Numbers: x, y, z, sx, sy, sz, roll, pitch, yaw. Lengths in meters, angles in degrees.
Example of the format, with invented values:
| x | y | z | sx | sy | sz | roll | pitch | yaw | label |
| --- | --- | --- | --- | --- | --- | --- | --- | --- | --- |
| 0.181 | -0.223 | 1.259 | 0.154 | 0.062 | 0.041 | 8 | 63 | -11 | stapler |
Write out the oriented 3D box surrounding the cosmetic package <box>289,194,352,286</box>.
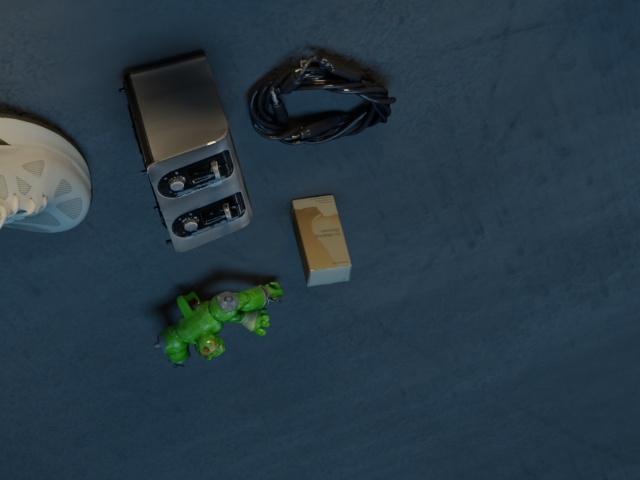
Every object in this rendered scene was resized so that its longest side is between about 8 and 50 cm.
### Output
| x | y | z | sx | sy | sz | roll | pitch | yaw | label |
| --- | --- | --- | --- | --- | --- | --- | --- | --- | --- |
| 0.000 | 0.000 | 2.329 | 0.060 | 0.115 | 0.041 | -9 | 148 | -12 | cosmetic package |

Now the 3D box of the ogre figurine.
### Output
| x | y | z | sx | sy | sz | roll | pitch | yaw | label |
| --- | --- | --- | --- | --- | --- | --- | --- | --- | --- |
| -0.156 | 0.118 | 2.479 | 0.197 | 0.097 | 0.118 | -13 | 171 | 26 | ogre figurine |

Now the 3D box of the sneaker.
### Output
| x | y | z | sx | sy | sz | roll | pitch | yaw | label |
| --- | --- | --- | --- | --- | --- | --- | --- | --- | --- |
| -0.398 | -0.016 | 1.964 | 0.169 | 0.257 | 0.447 | -30 | 154 | 22 | sneaker |

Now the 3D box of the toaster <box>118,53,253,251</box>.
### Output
| x | y | z | sx | sy | sz | roll | pitch | yaw | label |
| --- | --- | --- | --- | --- | --- | --- | --- | --- | --- |
| -0.157 | -0.107 | 2.045 | 0.110 | 0.185 | 0.168 | -17 | 141 | -3 | toaster |

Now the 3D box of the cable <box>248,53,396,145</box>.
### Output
| x | y | z | sx | sy | sz | roll | pitch | yaw | label |
| --- | --- | --- | --- | --- | --- | --- | --- | --- | --- |
| 0.005 | -0.159 | 2.143 | 0.184 | 0.047 | 0.150 | 16 | 137 | -42 | cable |
